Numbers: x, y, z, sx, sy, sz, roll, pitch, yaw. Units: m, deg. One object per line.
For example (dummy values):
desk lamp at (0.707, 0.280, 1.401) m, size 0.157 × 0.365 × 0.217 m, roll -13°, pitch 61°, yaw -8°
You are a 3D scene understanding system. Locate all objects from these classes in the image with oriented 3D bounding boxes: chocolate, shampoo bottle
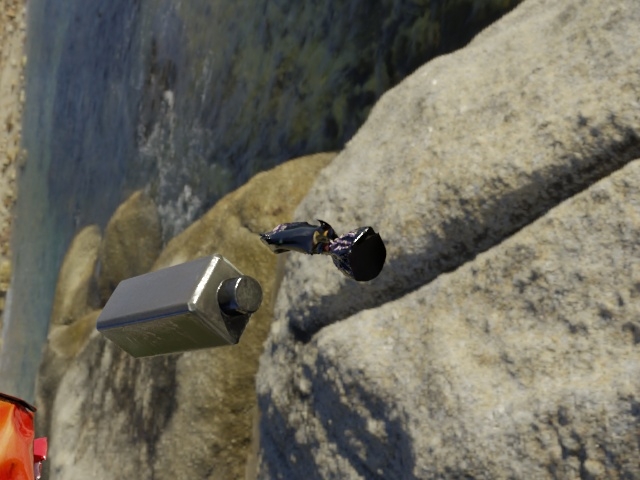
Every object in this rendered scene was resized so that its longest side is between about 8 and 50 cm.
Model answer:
chocolate at (0.003, 0.000, 0.805) m, size 0.147 × 0.072 × 0.070 m, roll 22°, pitch 100°, yaw 39°
shampoo bottle at (-0.160, 0.079, 0.817) m, size 0.246 × 0.080 × 0.079 m, roll -15°, pitch 41°, yaw 43°

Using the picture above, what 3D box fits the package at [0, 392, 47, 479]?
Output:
package at (-0.292, 0.114, 0.254) m, size 0.123 × 0.423 × 0.196 m, roll -36°, pitch 49°, yaw 17°
